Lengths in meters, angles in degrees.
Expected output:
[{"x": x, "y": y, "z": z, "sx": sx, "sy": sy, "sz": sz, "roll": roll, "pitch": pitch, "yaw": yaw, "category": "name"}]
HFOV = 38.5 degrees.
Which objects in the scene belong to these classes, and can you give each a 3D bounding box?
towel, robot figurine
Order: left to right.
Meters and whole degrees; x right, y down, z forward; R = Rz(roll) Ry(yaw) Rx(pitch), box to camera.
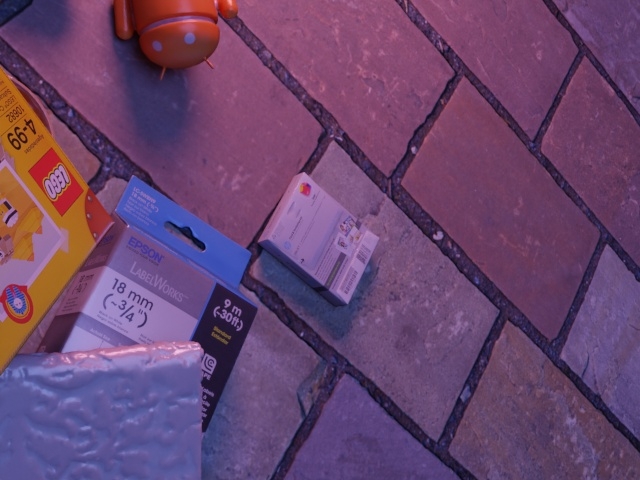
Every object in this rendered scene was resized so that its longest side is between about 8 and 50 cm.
[{"x": -0.312, "y": 0.291, "z": 1.162, "sx": 0.331, "sy": 0.053, "sz": 0.317, "roll": -3, "pitch": 100, "yaw": -25, "category": "towel"}, {"x": -0.221, "y": -0.359, "z": 1.394, "sx": 0.158, "sy": 0.128, "sz": 0.219, "roll": -8, "pitch": 87, "yaw": -38, "category": "robot figurine"}]

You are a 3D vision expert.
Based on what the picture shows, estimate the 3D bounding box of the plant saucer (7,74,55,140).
[{"x": -0.460, "y": -0.134, "z": 1.233, "sx": 0.200, "sy": 0.037, "sz": 0.200, "roll": 8, "pitch": 76, "yaw": -34, "category": "plant saucer"}]

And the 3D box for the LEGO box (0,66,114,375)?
[{"x": -0.472, "y": -0.005, "z": 0.919, "sx": 0.372, "sy": 0.193, "sz": 0.500, "roll": 57, "pitch": 26, "yaw": -22, "category": "LEGO box"}]

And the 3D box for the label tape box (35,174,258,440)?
[{"x": -0.225, "y": 0.092, "z": 1.315, "sx": 0.240, "sy": 0.106, "sz": 0.334, "roll": 35, "pitch": 63, "yaw": -26, "category": "label tape box"}]

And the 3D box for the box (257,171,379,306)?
[{"x": 0.000, "y": 0.000, "z": 1.539, "sx": 0.186, "sy": 0.038, "sz": 0.145, "roll": 40, "pitch": 60, "yaw": -24, "category": "box"}]
